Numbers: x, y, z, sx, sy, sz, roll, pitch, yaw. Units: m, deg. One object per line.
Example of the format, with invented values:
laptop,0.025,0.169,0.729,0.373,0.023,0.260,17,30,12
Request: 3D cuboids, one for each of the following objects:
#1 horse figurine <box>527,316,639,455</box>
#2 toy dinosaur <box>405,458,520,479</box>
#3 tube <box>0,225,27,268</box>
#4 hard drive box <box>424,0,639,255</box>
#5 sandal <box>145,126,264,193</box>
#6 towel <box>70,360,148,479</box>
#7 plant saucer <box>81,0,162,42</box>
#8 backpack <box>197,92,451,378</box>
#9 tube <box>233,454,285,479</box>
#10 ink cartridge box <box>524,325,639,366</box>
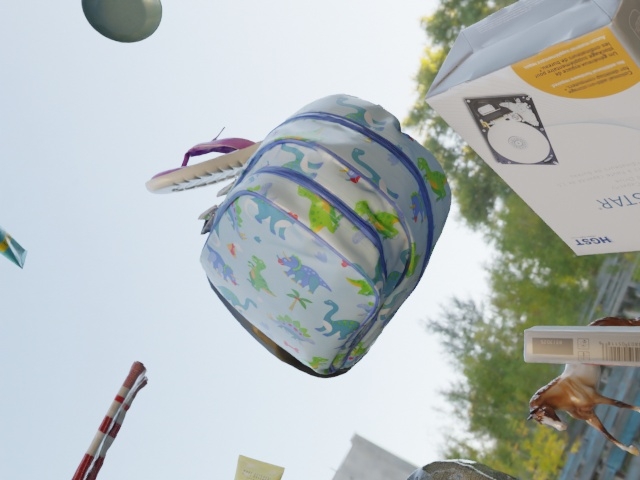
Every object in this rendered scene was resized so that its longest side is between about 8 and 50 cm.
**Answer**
horse figurine,0.455,0.219,1.079,0.263,0.174,0.066,-58,-21,-28
toy dinosaur,0.150,0.251,0.565,0.121,0.313,0.160,-17,-71,-26
tube,-0.678,-0.026,1.337,0.052,0.080,0.207,-34,-59,9
hard drive box,0.233,-0.094,0.539,0.232,0.181,0.089,38,-113,-22
sandal,-0.188,-0.199,1.459,0.416,0.102,0.169,-19,-4,-11
towel,-0.480,0.439,1.496,0.329,0.037,0.237,-65,4,-21
plant saucer,-0.495,-0.576,1.650,0.195,0.195,0.037,-57,13,-20
backpack,0.000,0.000,0.791,0.355,0.290,0.273,-50,-7,39
tube,-0.134,0.488,1.104,0.062,0.070,0.240,147,142,-67
ink cartridge box,0.334,0.127,0.816,0.179,0.145,0.045,18,-108,-65
